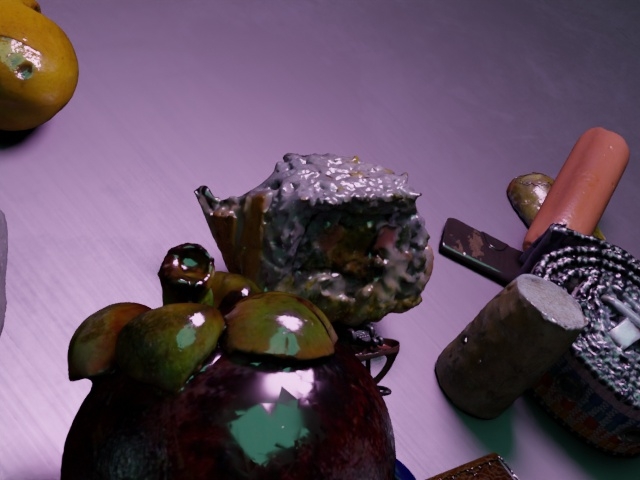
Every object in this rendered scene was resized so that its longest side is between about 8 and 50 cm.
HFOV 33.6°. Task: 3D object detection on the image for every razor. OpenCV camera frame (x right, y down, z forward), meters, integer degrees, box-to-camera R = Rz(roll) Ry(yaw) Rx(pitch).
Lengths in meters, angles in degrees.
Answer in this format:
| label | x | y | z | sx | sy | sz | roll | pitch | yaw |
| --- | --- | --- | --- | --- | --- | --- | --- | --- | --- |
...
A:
| label | x | y | z | sx | sy | sz | roll | pitch | yaw |
| --- | --- | --- | --- | --- | --- | --- | --- | --- | --- |
| razor | 0.049 | 0.225 | 1.157 | 0.154 | 0.028 | 0.044 | 37 | 39 | 7 |

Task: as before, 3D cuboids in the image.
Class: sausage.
| label | x | y | z | sx | sy | sz | roll | pitch | yaw |
| --- | --- | --- | --- | --- | --- | --- | --- | --- | --- |
| sausage | 0.378 | -0.062 | 1.555 | 0.086 | 0.086 | 0.289 | 34 | 56 | 3 |

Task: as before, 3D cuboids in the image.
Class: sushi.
| label | x | y | z | sx | sy | sz | roll | pitch | yaw |
| --- | --- | --- | --- | --- | --- | --- | --- | --- | --- |
| sushi | 0.000 | 0.000 | 1.220 | 0.274 | 0.184 | 0.139 | 1 | 20 | -29 |

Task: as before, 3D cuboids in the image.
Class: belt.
| label | x | y | z | sx | sy | sz | roll | pitch | yaw |
| --- | --- | --- | --- | --- | --- | --- | --- | --- | --- |
| belt | 0.357 | 0.137 | 1.355 | 0.295 | 0.160 | 0.207 | 37 | 57 | 7 |

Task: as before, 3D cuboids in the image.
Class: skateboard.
| label | x | y | z | sx | sy | sz | roll | pitch | yaw |
| --- | --- | --- | --- | --- | --- | --- | --- | --- | --- |
| skateboard | 0.022 | 0.145 | 1.193 | 0.151 | 0.080 | 0.067 | -9 | 14 | -23 |

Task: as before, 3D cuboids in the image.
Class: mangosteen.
| label | x | y | z | sx | sy | sz | roll | pitch | yaw |
| --- | --- | --- | --- | --- | --- | --- | --- | --- | --- |
| mangosteen | -0.082 | 0.175 | 0.902 | 0.300 | 0.300 | 0.300 | 18 | 41 | -17 |

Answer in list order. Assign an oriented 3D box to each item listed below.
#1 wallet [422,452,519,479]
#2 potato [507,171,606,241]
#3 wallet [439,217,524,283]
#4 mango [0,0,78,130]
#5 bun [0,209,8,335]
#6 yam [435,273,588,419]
| label | x | y | z | sx | sy | sz | roll | pitch | yaw |
| --- | --- | --- | --- | --- | --- | --- | --- | --- | --- |
| wallet | 0.133 | 0.310 | 1.111 | 0.243 | 0.039 | 0.133 | -9 | 59 | -39 |
| potato | 0.371 | -0.036 | 1.621 | 0.119 | 0.054 | 0.198 | -3 | 51 | -39 |
| wallet | 0.241 | 0.022 | 1.502 | 0.157 | 0.018 | 0.082 | 28 | 39 | -4 |
| mango | -0.390 | -0.239 | 1.277 | 0.167 | 0.130 | 0.262 | -6 | 48 | -44 |
| bun | -0.439 | 0.011 | 0.932 | 0.354 | 0.194 | 0.354 | 19 | 42 | -18 |
| yam | 0.227 | 0.120 | 1.253 | 0.107 | 0.194 | 0.107 | 18 | 44 | -18 |
